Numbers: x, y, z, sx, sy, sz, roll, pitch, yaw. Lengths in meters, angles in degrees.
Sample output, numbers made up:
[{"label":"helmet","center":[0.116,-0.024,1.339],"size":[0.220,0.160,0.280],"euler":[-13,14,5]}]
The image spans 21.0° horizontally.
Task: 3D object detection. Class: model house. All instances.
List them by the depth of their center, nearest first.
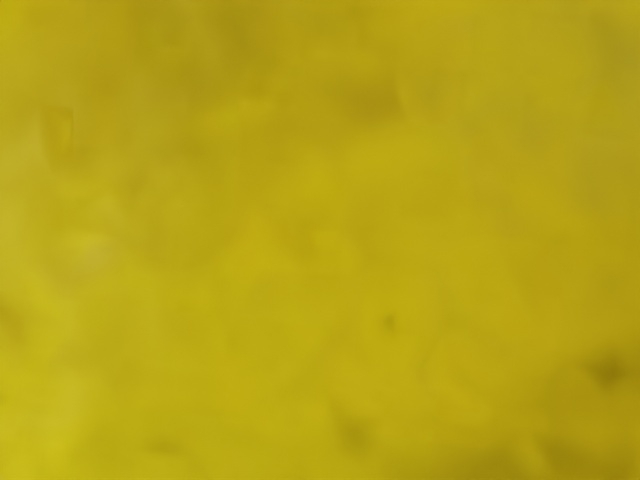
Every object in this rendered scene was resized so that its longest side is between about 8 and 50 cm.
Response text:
[{"label":"model house","center":[0.000,0.000,0.416],"size":[0.189,0.214,0.195],"euler":[-42,-45,-77]}]
